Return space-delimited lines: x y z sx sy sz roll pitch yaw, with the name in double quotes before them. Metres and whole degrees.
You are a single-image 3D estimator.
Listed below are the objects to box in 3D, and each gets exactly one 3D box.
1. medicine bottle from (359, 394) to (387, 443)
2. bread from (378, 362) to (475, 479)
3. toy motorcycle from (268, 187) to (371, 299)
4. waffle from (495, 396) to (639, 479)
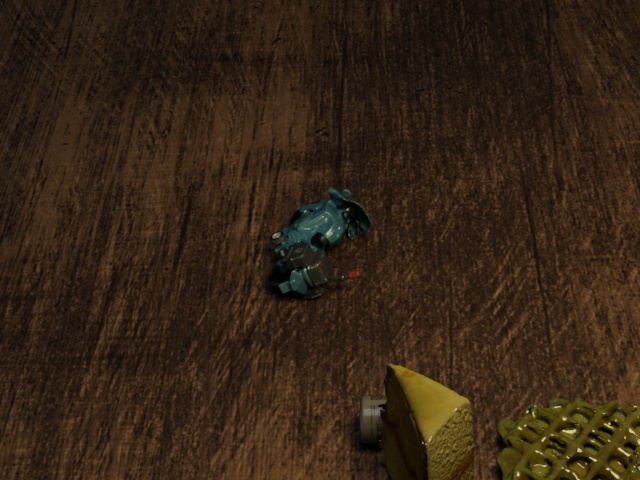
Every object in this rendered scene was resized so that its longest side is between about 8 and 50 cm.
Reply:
"medicine bottle" 0.135 0.293 1.926 0.140 0.079 0.079 -2 41 4
"bread" 0.128 0.324 1.777 0.178 0.240 0.135 24 42 34
"toy motorcycle" 0.000 0.000 2.263 0.182 0.123 0.272 -13 34 25
"waffle" 0.421 0.364 1.819 0.297 0.073 0.317 -4 40 0
